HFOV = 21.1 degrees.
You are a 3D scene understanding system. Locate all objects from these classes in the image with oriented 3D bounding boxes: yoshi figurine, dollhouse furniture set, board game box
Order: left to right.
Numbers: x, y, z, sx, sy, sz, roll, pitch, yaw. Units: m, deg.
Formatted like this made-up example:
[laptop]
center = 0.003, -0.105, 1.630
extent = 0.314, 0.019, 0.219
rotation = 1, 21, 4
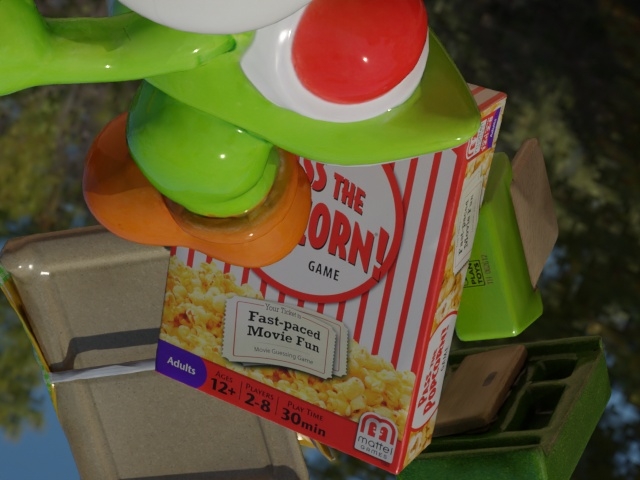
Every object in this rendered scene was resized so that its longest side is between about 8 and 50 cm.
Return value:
[yoshi figurine]
center = -0.065, -0.121, 0.619
extent = 0.203, 0.203, 0.362
rotation = -16, 163, -1
[dollhouse furniture set]
center = -0.007, 0.049, 1.006
extent = 0.301, 0.198, 0.151
rotation = -8, -161, 23
[board game box]
center = 0.000, 0.000, 0.850
extent = 0.146, 0.193, 0.045
rotation = 20, -154, 22
